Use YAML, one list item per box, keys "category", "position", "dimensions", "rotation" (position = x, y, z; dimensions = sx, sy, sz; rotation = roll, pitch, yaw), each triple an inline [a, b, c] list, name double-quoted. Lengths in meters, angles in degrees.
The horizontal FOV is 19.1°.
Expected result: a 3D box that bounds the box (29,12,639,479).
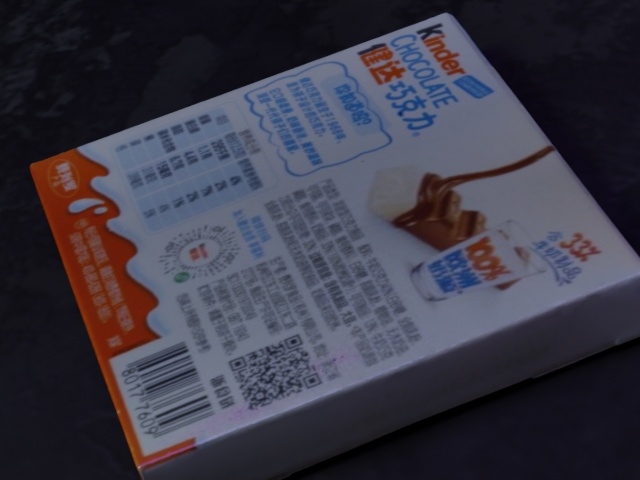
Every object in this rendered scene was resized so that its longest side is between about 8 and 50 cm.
- category: "box"
  position: [0.000, 0.000, 1.005]
  dimensions: [0.265, 0.048, 0.273]
  rotation: [-21, 38, -6]
